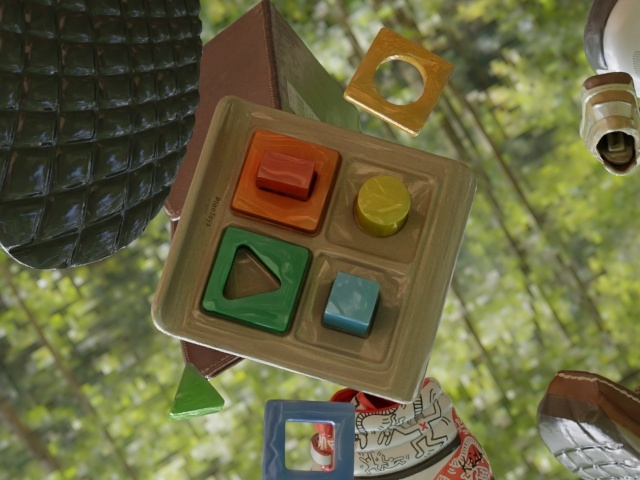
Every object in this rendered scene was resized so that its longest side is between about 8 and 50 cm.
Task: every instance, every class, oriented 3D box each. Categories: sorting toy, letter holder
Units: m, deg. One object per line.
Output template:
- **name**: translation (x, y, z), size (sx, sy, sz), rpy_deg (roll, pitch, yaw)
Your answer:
- **sorting toy**: translation (0.000, 0.000, 1.194), size (0.047, 0.196, 0.347), rpy_deg (115, -8, -73)
- **letter holder**: translation (-0.081, -0.045, 1.522), size (0.214, 0.152, 0.302), rpy_deg (-34, -153, 14)

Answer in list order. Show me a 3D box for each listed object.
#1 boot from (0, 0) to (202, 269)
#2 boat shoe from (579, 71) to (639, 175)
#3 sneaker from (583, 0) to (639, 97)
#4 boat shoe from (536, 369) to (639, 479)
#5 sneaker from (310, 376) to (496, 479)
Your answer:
- **boot**: translation (-0.117, -0.112, 0.641), size (0.083, 0.246, 0.161), rpy_deg (-4, 180, -28)
- **boat shoe**: translation (0.283, -0.095, 1.658), size (0.068, 0.072, 0.190), rpy_deg (-11, 161, 15)
- **sneaker**: translation (0.505, -0.183, 1.741), size (0.448, 0.169, 0.257), rpy_deg (4, -163, -25)
- **boat shoe**: translation (0.301, 0.166, 1.456), size (0.123, 0.324, 0.119), rpy_deg (7, -109, 45)
- **sneaker**: translation (0.006, 0.209, 1.439), size (0.270, 0.145, 0.090), rpy_deg (-24, -171, 15)
